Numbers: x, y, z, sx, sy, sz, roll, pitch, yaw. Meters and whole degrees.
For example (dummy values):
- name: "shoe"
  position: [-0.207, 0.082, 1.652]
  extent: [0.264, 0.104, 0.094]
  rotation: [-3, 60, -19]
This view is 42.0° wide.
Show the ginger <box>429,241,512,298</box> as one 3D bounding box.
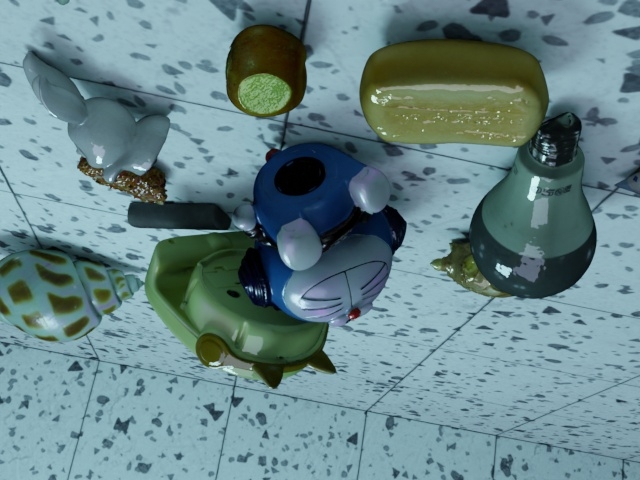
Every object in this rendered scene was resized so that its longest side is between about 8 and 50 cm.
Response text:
- name: "ginger"
  position: [0.298, 0.047, 1.467]
  extent: [0.216, 0.102, 0.157]
  rotation: [7, -175, -7]

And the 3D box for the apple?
- name: "apple"
  position: [-0.063, -0.206, 1.006]
  extent: [0.101, 0.099, 0.114]
  rotation: [5, 133, -9]

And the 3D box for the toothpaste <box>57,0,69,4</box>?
- name: "toothpaste"
  position: [-0.274, -0.326, 0.883]
  extent: [0.060, 0.038, 0.233]
  rotation: [11, 156, -12]

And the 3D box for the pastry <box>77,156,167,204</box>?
- name: "pastry"
  position: [-0.323, -0.114, 1.397]
  extent: [0.087, 0.063, 0.169]
  rotation: [2, 164, 41]

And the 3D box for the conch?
- name: "conch"
  position: [-0.609, 0.119, 1.917]
  extent: [0.367, 0.197, 0.249]
  rotation: [15, -165, -24]

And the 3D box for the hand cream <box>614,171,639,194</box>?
- name: "hand cream"
  position: [0.477, -0.093, 1.125]
  extent: [0.065, 0.043, 0.170]
  rotation: [17, 162, -15]

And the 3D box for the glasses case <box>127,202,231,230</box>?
- name: "glasses case"
  position: [-0.269, -0.042, 1.576]
  extent: [0.190, 0.042, 0.072]
  rotation: [2, 165, 20]

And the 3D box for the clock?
- name: "clock"
  position: [-0.119, 0.119, 1.470]
  extent: [0.286, 0.117, 0.348]
  rotation: [-6, -142, -42]

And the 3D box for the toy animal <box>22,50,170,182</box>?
- name: "toy animal"
  position: [-0.338, -0.167, 1.191]
  extent: [0.220, 0.104, 0.131]
  rotation: [25, 125, -32]

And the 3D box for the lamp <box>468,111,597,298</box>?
- name: "lamp"
  position: [0.289, -0.042, 1.170]
  extent: [0.181, 0.182, 0.314]
  rotation: [0, 147, 22]

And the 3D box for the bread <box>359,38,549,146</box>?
- name: "bread"
  position: [0.155, -0.178, 0.975]
  extent: [0.217, 0.098, 0.147]
  rotation: [4, 157, 9]

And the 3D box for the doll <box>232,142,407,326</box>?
- name: "doll"
  position: [0.000, 0.000, 1.316]
  extent: [0.284, 0.240, 0.310]
  rotation: [-27, 140, -7]
